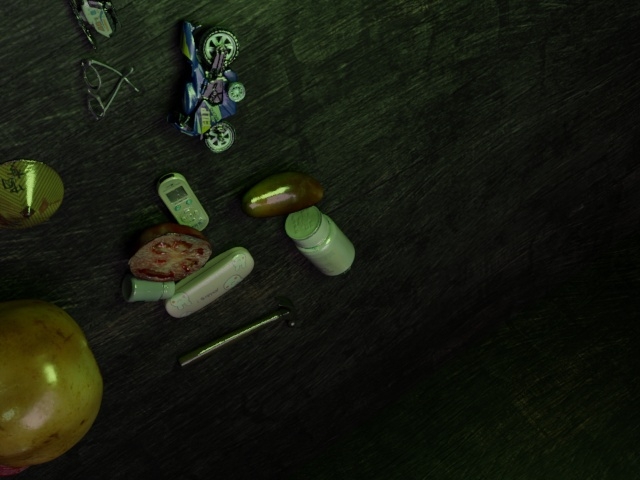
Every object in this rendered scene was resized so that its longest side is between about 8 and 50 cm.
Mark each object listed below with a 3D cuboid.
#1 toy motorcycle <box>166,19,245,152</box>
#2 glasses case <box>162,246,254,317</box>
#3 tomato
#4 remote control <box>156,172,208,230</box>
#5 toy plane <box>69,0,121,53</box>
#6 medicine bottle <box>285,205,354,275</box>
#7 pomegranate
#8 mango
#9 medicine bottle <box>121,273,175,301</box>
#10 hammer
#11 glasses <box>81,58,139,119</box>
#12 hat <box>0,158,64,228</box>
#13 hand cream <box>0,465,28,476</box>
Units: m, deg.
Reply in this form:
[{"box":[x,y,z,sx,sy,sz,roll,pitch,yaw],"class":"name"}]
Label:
[{"box":[-0.269,-0.343,1.485,0.169,0.113,0.315,-8,124,-22],"class":"toy motorcycle"},{"box":[-0.333,0.125,1.930,0.297,0.075,0.113,-34,144,-6],"class":"glasses case"},{"box":[-0.405,0.021,1.730,0.225,0.085,0.225,-13,146,-9],"class":"tomato"},{"box":[-0.363,-0.098,1.705,0.078,0.042,0.221,-28,141,-4],"class":"remote control"},{"box":[-0.449,-0.461,1.259,0.078,0.053,0.197,-24,145,-5],"class":"toy plane"},{"box":[0.000,0.000,2.025,0.143,0.143,0.258,-41,144,1],"class":"medicine bottle"},{"box":[-0.738,0.351,1.570,0.417,0.416,0.416,-23,140,-21],"class":"pomegranate"},{"box":[-0.110,-0.132,1.824,0.268,0.111,0.133,-14,152,-31],"class":"mango"},{"box":[-0.481,0.132,1.809,0.130,0.080,0.080,4,125,-42],"class":"medicine bottle"},{"box":[-0.278,0.326,2.206,0.440,0.044,0.168,-25,141,-18],"class":"hammer"},{"box":[-0.454,-0.339,1.399,0.104,0.062,0.140,-40,149,-38],"class":"glasses"},{"box":[-0.662,-0.081,1.442,0.193,0.082,0.193,-22,138,-21],"class":"hat"},{"box":[-0.856,0.516,1.769,0.230,0.230,0.149,10,122,-45],"class":"hand cream"}]
